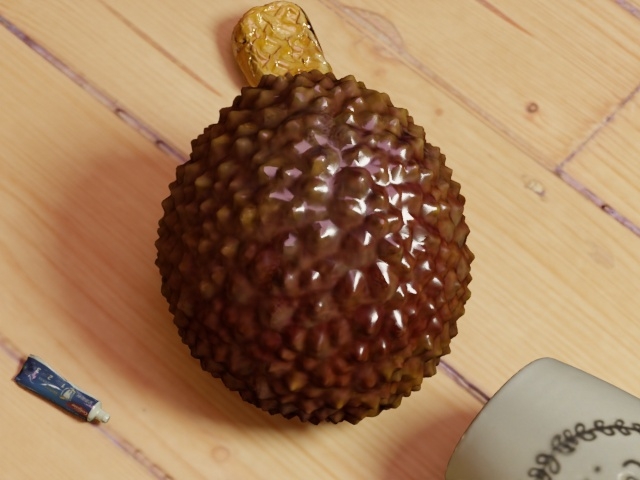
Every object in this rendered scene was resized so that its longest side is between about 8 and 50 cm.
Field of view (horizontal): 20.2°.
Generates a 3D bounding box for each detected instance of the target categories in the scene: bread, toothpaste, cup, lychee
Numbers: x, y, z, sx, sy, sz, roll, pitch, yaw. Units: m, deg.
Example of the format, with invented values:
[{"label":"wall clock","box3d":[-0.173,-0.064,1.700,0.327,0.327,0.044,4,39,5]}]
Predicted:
[{"label":"bread","box3d":[-0.036,-0.170,1.650,0.083,0.044,0.110,-13,62,-22]},{"label":"toothpaste","box3d":[-0.200,0.119,1.408,0.083,0.019,0.027,29,69,11]},{"label":"cup","box3d":[0.197,0.236,1.356,0.234,0.186,0.258,37,81,22]},{"label":"lychee","box3d":[0.000,0.000,1.405,0.268,0.267,0.267,8,53,-10]}]
